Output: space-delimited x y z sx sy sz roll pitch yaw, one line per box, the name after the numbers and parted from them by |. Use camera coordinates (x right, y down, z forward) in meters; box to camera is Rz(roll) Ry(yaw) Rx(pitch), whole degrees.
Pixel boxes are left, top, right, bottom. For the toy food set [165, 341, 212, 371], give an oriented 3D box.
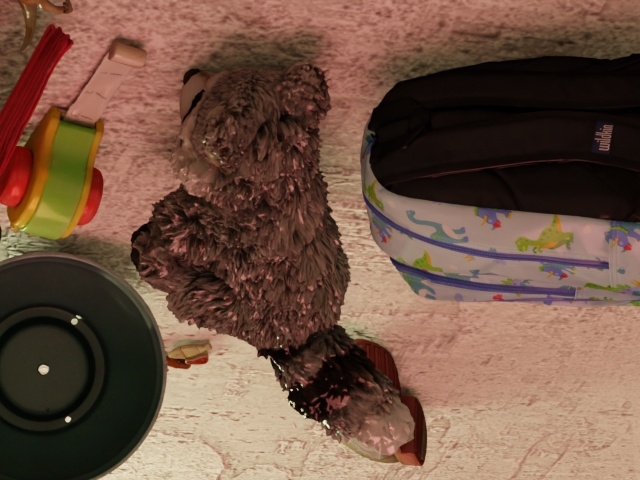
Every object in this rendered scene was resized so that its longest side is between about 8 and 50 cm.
-0.210 0.165 2.408 0.122 0.019 0.078 -10 150 0 | toy food set

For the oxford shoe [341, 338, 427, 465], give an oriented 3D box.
0.056 0.244 2.454 0.130 0.123 0.348 -4 149 16 | oxford shoe

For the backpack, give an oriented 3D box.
0.217 -0.062 1.778 0.355 0.290 0.273 7 142 1 | backpack

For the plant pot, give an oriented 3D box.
-0.351 0.166 2.183 0.293 0.293 0.196 5 175 -11 | plant pot

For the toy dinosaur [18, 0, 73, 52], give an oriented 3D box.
-0.286 -0.249 1.675 0.092 0.053 0.183 5 156 15 | toy dinosaur

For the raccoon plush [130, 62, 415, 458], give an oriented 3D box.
0.000 0.000 1.840 0.446 0.216 0.299 38 147 -3 | raccoon plush

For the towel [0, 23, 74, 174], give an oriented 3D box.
-0.331 -0.089 1.750 0.031 0.199 0.275 29 154 -11 | towel

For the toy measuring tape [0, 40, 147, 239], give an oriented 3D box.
-0.273 -0.087 1.875 0.121 0.121 0.330 15 146 -26 | toy measuring tape
